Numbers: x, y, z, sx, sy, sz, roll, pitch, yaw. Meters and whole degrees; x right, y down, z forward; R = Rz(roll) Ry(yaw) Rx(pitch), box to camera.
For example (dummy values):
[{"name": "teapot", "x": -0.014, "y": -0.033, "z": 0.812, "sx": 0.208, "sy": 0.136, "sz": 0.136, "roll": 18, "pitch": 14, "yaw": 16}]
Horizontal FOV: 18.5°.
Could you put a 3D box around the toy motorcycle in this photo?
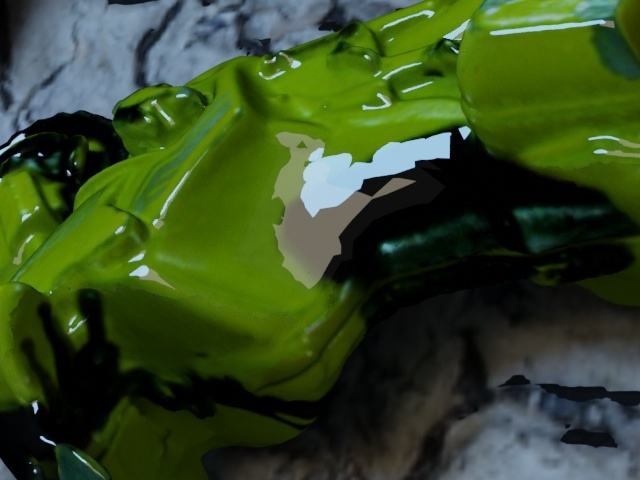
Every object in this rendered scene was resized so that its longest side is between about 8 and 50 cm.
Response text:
[{"name": "toy motorcycle", "x": -0.001, "y": -0.001, "z": 0.681, "sx": 0.342, "sy": 0.142, "sz": 0.206, "roll": -16, "pitch": 54, "yaw": 23}]
